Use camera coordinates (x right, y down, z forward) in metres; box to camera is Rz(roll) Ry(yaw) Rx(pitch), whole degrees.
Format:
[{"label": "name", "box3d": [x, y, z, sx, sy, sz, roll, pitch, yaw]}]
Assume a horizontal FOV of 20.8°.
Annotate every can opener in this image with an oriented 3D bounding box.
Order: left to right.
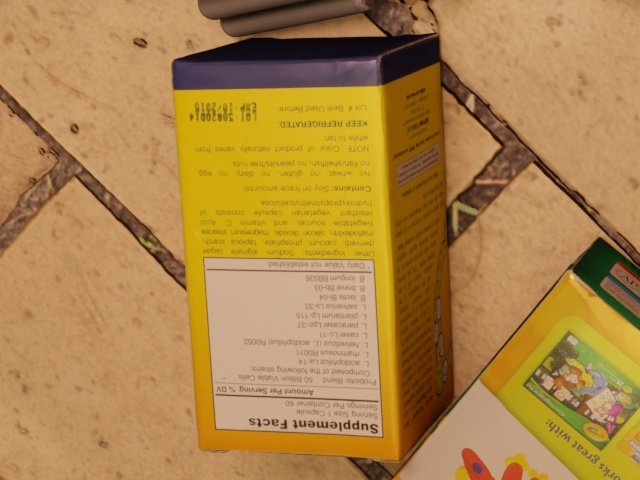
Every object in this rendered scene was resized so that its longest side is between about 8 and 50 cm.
[{"label": "can opener", "box3d": [0.020, -0.245, 1.569, 0.280, 0.074, 0.093, -12, 61, 30]}]

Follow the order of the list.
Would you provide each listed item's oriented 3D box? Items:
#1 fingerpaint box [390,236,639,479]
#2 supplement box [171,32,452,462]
[{"label": "fingerpaint box", "box3d": [0.294, 0.283, 1.560, 0.445, 0.163, 0.371, 39, 111, 7]}, {"label": "supplement box", "box3d": [0.000, 0.000, 1.580, 0.194, 0.195, 0.356, 1, 102, 19]}]
